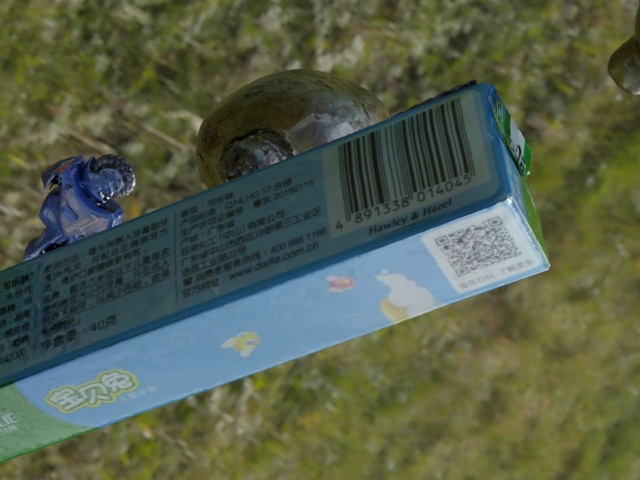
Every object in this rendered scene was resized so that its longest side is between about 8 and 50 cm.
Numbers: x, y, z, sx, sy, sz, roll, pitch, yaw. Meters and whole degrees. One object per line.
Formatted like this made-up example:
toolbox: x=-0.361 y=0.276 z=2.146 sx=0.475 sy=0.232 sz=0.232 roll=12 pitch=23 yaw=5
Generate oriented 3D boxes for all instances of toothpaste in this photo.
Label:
toothpaste: x=-0.045 y=0.018 z=0.633 sx=0.266 sy=0.065 sz=0.050 roll=-21 pitch=139 yaw=15

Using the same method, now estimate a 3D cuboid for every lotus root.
lotus root: x=-0.018 y=-0.057 z=0.982 sx=0.192 sy=0.113 sz=0.088 roll=-34 pitch=120 yaw=-71

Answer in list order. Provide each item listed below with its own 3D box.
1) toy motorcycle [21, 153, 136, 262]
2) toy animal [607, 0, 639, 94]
toy motorcycle: x=-0.294 y=-0.028 z=1.942 sx=0.205 sy=0.114 sz=0.076 roll=-67 pitch=173 yaw=30
toy animal: x=0.281 y=-0.251 z=1.013 sx=0.180 sy=0.181 sz=0.363 roll=-1 pitch=151 yaw=-11
